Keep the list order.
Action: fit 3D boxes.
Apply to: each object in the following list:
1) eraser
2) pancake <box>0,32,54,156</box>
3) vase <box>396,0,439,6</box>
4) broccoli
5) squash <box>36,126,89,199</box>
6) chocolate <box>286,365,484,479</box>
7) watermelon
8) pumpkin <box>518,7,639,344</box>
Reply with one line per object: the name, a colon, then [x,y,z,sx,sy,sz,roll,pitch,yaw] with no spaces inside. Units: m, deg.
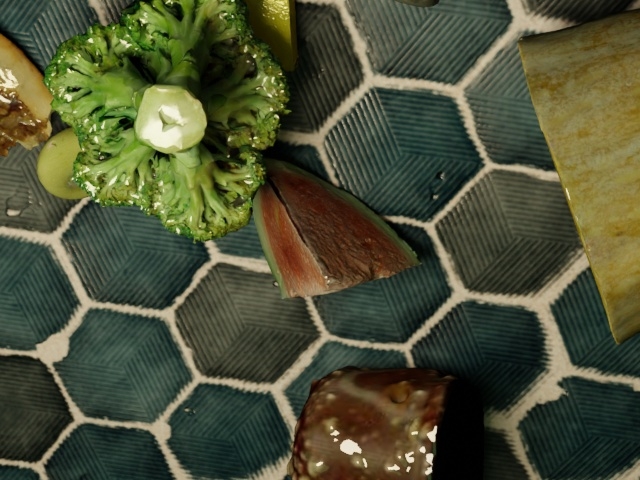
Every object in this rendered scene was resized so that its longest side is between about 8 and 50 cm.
eraser: [-0.088,-0.235,1.890,0.122,0.045,0.097,-1,118,8]
pancake: [-0.435,-0.165,1.986,0.266,0.057,0.244,27,128,-3]
vase: [0.136,-0.382,1.701,0.251,0.156,0.301,6,119,-37]
broccoli: [-0.148,-0.124,1.779,0.254,0.269,0.269,-34,111,2]
squash: [-0.208,-0.108,1.962,0.250,0.083,0.083,-15,116,12]
chocolate: [0.068,0.294,2.074,0.210,0.225,0.340,8,120,18]
watermelon: [0.008,-0.015,1.948,0.136,0.202,0.207,-40,115,-16]
pumpkin: [0.340,-0.076,1.763,0.199,0.332,0.332,-15,116,11]
